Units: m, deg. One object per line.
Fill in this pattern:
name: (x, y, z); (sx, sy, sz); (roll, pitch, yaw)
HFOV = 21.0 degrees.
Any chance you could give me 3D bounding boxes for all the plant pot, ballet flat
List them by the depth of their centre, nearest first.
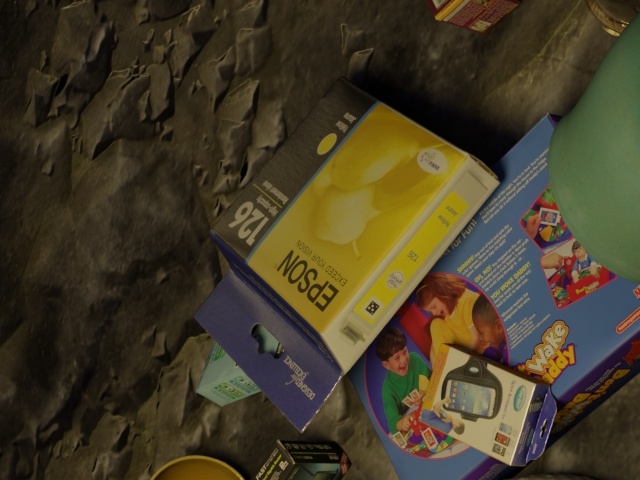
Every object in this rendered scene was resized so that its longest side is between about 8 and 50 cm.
plant pot: (0.335, -0.088, 1.450); (0.255, 0.271, 0.271); (-38, 59, 49)
ballet flat: (0.270, -0.250, 1.610); (0.250, 0.084, 0.058); (-102, 13, -53)
plant pot: (-0.147, 0.319, 1.934); (0.095, 0.134, 0.134); (130, 131, -59)

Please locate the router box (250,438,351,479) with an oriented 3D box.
router box: (-0.035, 0.270, 1.845); (0.038, 0.092, 0.122); (49, 116, 36)

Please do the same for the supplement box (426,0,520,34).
supplement box: (0.153, -0.248, 1.751); (0.055, 0.083, 0.043); (-42, 57, 31)

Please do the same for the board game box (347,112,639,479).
board game box: (0.180, 0.078, 1.681); (0.347, 0.078, 0.233); (-45, 56, 29)

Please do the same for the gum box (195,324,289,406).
gum box: (-0.049, 0.085, 1.853); (0.184, 0.041, 0.157); (-28, 36, 51)

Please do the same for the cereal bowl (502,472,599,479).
cereal bowl: (0.190, 0.383, 1.586); (0.339, 0.141, 0.339); (-7, 79, 41)

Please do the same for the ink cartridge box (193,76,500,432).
ink cartridge box: (0.000, 0.000, 1.748); (0.307, 0.072, 0.303); (-49, 32, -1)

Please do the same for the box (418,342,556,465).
box: (0.158, 0.155, 1.617); (0.136, 0.028, 0.081); (22, 99, 44)
